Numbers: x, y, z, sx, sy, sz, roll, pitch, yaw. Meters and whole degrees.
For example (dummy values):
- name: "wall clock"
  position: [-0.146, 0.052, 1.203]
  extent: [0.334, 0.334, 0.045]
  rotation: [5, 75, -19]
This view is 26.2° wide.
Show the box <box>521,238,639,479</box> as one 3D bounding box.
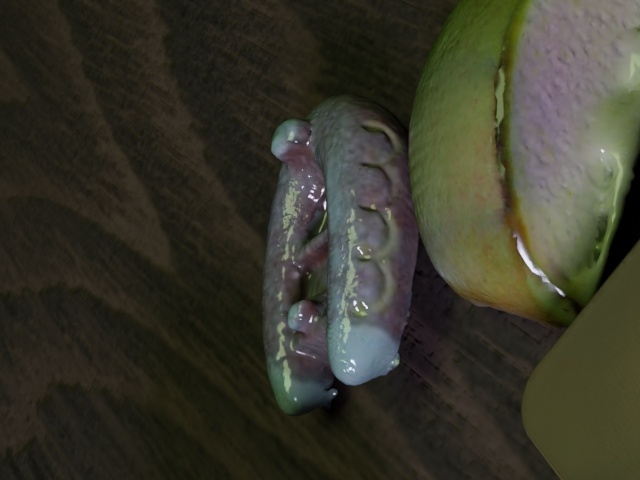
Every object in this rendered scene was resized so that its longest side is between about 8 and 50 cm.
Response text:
- name: "box"
  position: [0.203, 0.096, 0.643]
  extent: [0.144, 0.090, 0.201]
  rotation: [-55, 35, 13]

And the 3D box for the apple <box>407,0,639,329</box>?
- name: "apple"
  position: [0.113, -0.082, 0.858]
  extent: [0.193, 0.120, 0.265]
  rotation: [-9, 59, 63]

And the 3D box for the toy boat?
- name: "toy boat"
  position: [0.000, 0.000, 0.946]
  extent: [0.155, 0.085, 0.227]
  rotation: [-40, 38, 56]
